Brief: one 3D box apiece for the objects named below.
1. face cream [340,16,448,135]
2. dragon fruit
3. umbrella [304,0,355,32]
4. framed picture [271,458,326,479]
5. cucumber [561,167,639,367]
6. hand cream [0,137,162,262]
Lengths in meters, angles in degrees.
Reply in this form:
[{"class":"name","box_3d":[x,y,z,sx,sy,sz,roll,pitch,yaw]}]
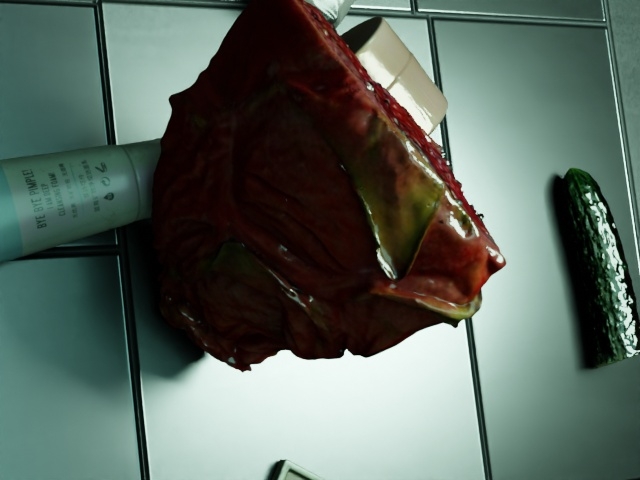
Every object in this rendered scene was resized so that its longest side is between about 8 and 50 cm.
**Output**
[{"class":"face cream","box_3d":[0.031,-0.123,1.404,0.104,0.149,0.149,51,60,-15]},{"class":"dragon fruit","box_3d":[0.000,0.000,1.278,0.240,0.330,0.302,-1,47,-49]},{"class":"umbrella","box_3d":[-0.099,-0.308,1.390,0.337,0.067,0.073,37,62,-28]},{"class":"framed picture","box_3d":[-0.011,0.322,1.372,0.150,0.015,0.203,30,66,-24]},{"class":"cucumber","box_3d":[0.297,0.025,1.600,0.058,0.052,0.214,-12,84,-4]},{"class":"hand cream","box_3d":[-0.264,-0.023,1.267,0.312,0.070,0.111,-12,89,-25]}]
